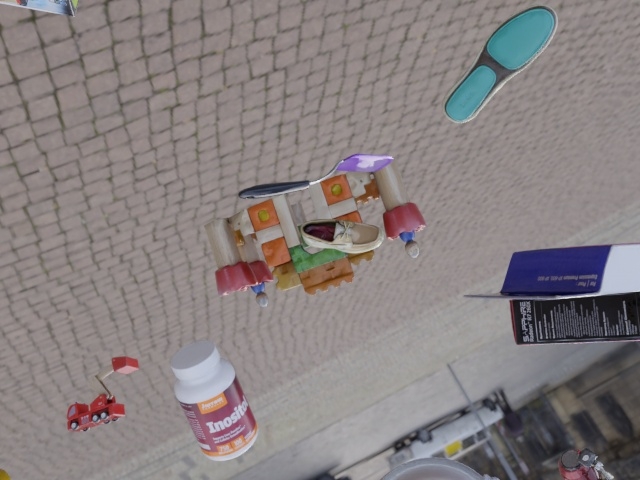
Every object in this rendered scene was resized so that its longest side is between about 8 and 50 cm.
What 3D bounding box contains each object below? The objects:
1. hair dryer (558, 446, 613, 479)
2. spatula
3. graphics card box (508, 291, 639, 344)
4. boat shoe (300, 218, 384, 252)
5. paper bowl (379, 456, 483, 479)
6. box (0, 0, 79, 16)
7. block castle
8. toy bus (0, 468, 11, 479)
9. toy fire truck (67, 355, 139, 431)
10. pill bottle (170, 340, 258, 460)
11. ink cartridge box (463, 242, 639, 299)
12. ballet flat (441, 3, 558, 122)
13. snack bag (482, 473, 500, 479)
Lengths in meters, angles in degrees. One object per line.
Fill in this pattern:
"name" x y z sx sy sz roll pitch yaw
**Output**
"hair dryer" 0.594 0.549 1.573 0.080 0.224 0.293 -33 161 2
"spatula" -0.005 -0.108 1.243 0.296 0.030 0.084 -19 175 -30
"graphics card box" 0.556 0.132 1.310 0.371 0.094 0.233 -10 170 34
"boat shoe" 0.032 -0.010 1.172 0.135 0.050 0.045 -1 160 18
"paper bowl" 0.214 0.551 1.374 0.284 0.284 0.148 -26 160 -9
"box" -0.330 -0.329 0.783 0.114 0.036 0.207 9 157 -5
"block castle" 0.000 0.000 1.605 0.453 0.213 0.303 -19 177 5
"toy bus" -0.614 0.457 1.229 0.191 0.104 0.202 -14 -175 -6
"toy fire truck" -0.510 0.359 1.720 0.192 0.135 0.047 -21 154 18
"pill bottle" -0.147 0.217 1.007 0.086 0.152 0.086 -16 -157 7
"ink cartridge box" 0.383 0.036 0.942 0.371 0.069 0.176 -4 178 -25
"ballet flat" 0.304 -0.306 1.267 0.248 0.086 0.086 -44 156 29
"snack bag" 0.329 0.570 1.079 0.037 0.342 0.323 -30 -157 30
